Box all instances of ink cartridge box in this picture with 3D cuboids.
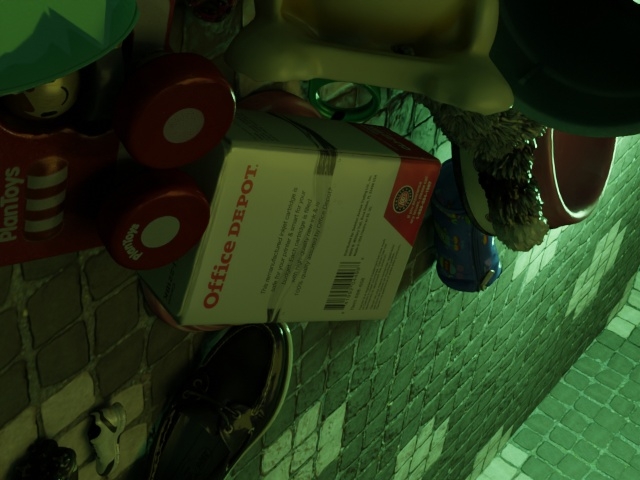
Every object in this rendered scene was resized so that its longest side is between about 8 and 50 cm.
[{"bbox_3d":[-0.033,-0.024,1.090,0.273,0.114,0.197,2,115,-39],"label":"ink cartridge box"}]

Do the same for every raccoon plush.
[{"bbox_3d":[0.197,-0.161,1.374,0.299,0.216,0.446,-28,101,-44],"label":"raccoon plush"}]

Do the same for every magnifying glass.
[{"bbox_3d":[0.006,-0.216,1.283,0.231,0.092,0.026,48,41,-54],"label":"magnifying glass"}]

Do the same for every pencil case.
[{"bbox_3d":[0.263,-0.017,1.883,0.119,0.133,0.306,-24,146,-6],"label":"pencil case"}]

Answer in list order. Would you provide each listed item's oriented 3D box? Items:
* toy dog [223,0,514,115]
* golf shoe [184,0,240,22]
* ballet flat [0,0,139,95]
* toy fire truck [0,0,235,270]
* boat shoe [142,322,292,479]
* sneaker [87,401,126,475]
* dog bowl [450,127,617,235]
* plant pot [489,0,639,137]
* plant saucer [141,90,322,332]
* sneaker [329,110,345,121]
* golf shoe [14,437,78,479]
[{"bbox_3d":[0.097,-0.374,1.031,0.395,0.285,0.408,-68,170,-63],"label":"toy dog"},{"bbox_3d":[-0.096,-0.312,1.016,0.086,0.067,0.186,-67,171,-54],"label":"golf shoe"},{"bbox_3d":[-0.317,-0.148,0.663,0.409,0.147,0.147,-23,137,-36],"label":"ballet flat"},{"bbox_3d":[-0.229,-0.091,0.883,0.254,0.169,0.302,-15,142,-31],"label":"toy fire truck"},{"bbox_3d":[-0.153,0.247,1.414,0.340,0.127,0.113,-55,166,14],"label":"boat shoe"},{"bbox_3d":[-0.275,0.251,1.309,0.044,0.040,0.109,-10,124,-38],"label":"sneaker"},{"bbox_3d":[0.365,-0.201,1.700,0.408,0.150,0.408,-18,112,-55],"label":"dog bowl"},{"bbox_3d":[0.372,-0.338,1.229,0.334,0.341,0.341,-39,148,-48],"label":"plant pot"},{"bbox_3d":[-0.080,-0.022,1.312,0.332,0.084,0.332,-42,149,-33],"label":"plant saucer"},{"bbox_3d":[0.004,-0.043,1.256,0.098,0.083,0.223,-41,148,-42],"label":"sneaker"},{"bbox_3d":[-0.348,0.327,1.203,0.198,0.077,0.094,-46,151,-24],"label":"golf shoe"}]
